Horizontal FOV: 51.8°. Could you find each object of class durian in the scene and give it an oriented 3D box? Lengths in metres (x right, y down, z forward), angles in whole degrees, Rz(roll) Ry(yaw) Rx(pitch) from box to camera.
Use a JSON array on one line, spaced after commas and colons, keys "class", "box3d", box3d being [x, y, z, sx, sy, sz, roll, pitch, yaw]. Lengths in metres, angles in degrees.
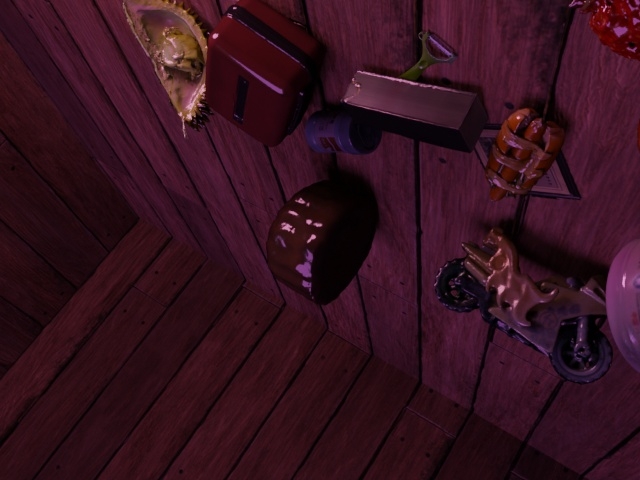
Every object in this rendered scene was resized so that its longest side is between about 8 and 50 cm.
[{"class": "durian", "box3d": [-0.341, -0.427, 1.559, 0.157, 0.169, 0.355, -1, 115, 55]}]

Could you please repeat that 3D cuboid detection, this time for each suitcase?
[{"class": "suitcase", "box3d": [-0.126, -0.354, 1.425, 0.236, 0.161, 0.297, 34, 159, 1]}]

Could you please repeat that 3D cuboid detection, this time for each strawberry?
[{"class": "strawberry", "box3d": [0.436, -0.257, 0.812, 0.228, 0.098, 0.174, 39, 161, -6]}]

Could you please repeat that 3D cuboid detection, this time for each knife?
[{"class": "knife", "box3d": [0.180, -0.320, 1.205, 0.078, 0.022, 0.166, 43, 159, -6]}]

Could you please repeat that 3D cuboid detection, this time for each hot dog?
[{"class": "hot dog", "box3d": [0.360, -0.146, 1.200, 0.109, 0.072, 0.269, 34, 158, 12]}]

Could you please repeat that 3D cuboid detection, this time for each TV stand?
[{"class": "TV stand", "box3d": [0.174, -0.249, 1.264, 0.270, 0.082, 0.088, 23, 170, 35]}]

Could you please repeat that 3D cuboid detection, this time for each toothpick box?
[{"class": "toothpick box", "box3d": [0.050, -0.243, 1.473, 0.153, 0.101, 0.101, 10, 148, 51]}]

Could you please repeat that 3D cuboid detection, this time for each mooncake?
[{"class": "mooncake", "box3d": [0.001, -0.001, 1.773, 0.187, 0.324, 0.324, 28, 159, 27]}]

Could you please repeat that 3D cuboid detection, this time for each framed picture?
[{"class": "framed picture", "box3d": [0.384, -0.151, 1.269, 0.199, 0.010, 0.195, 13, 150, 47]}]

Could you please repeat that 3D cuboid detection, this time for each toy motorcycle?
[{"class": "toy motorcycle", "box3d": [0.462, 0.126, 1.446, 0.410, 0.237, 0.169, 30, 174, 21]}]

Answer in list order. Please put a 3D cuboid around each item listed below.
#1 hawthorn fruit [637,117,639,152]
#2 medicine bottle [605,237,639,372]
[{"class": "hawthorn fruit", "box3d": [0.507, -0.157, 0.916, 0.125, 0.140, 0.125, -3, 165, -1]}, {"class": "medicine bottle", "box3d": [0.651, 0.095, 1.027, 0.256, 0.256, 0.325, 43, 151, -19]}]
